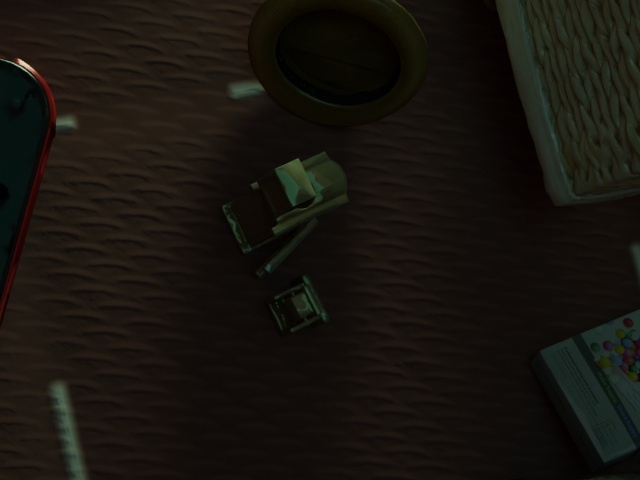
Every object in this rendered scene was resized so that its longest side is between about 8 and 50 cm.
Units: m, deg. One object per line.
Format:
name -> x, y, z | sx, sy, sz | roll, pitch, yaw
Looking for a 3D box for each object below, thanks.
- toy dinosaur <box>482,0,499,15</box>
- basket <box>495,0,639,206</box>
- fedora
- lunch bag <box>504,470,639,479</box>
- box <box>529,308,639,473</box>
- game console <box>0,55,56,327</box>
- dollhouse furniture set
toy dinosaur -> 0.187, -0.319, 1.899 | 0.211, 0.064, 0.112 | -16, 73, -33
basket -> 0.403, -0.240, 1.813 | 0.328, 0.266, 0.331 | -12, 84, -38
fedora -> 0.021, -0.213, 1.775 | 0.194, 0.194, 0.079 | 28, 37, -14
lunch bag -> 0.315, 0.385, 1.724 | 0.256, 0.212, 0.305 | -6, 79, -19
box -> 0.348, 0.160, 1.851 | 0.186, 0.038, 0.145 | -19, 68, -24
game console -> -0.453, -0.032, 1.599 | 0.342, 0.060, 0.386 | 16, 74, -12
dollhouse furniture set -> 0.000, 0.000, 1.690 | 0.101, 0.182, 0.161 | -25, 89, -23
